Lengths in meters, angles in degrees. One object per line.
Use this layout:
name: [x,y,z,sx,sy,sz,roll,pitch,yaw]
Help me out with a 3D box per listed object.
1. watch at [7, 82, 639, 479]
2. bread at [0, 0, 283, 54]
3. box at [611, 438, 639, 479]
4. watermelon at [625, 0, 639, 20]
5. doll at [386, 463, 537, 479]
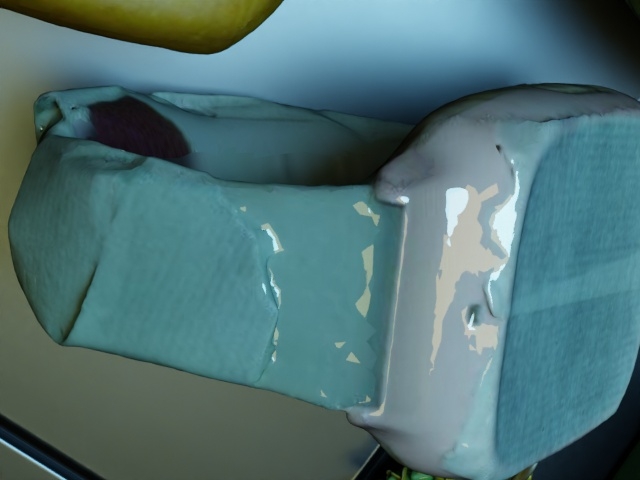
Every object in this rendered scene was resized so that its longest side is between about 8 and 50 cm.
watch: [0.000,0.000,0.659,0.241,0.253,0.161,12,101,31]
bread: [-0.113,-0.265,0.618,0.337,0.148,0.327,17,103,-14]
box: [0.222,0.243,0.767,0.253,0.178,0.328,32,98,-12]
watermelon: [0.244,-0.166,0.620,0.285,0.285,0.285,-2,103,-9]
doll: [0.088,0.123,0.767,0.113,0.078,0.076,-41,109,3]
